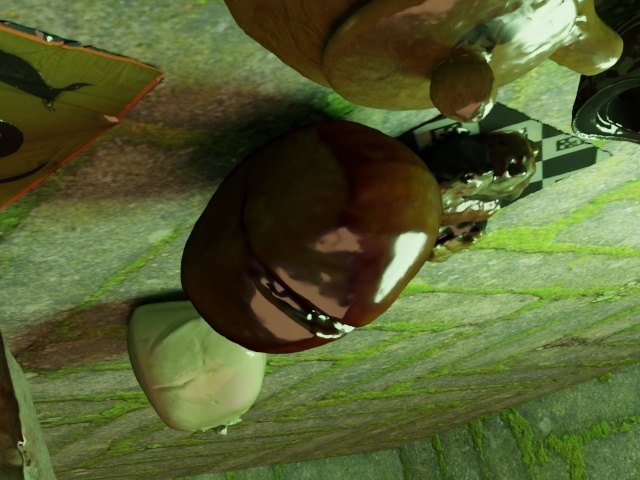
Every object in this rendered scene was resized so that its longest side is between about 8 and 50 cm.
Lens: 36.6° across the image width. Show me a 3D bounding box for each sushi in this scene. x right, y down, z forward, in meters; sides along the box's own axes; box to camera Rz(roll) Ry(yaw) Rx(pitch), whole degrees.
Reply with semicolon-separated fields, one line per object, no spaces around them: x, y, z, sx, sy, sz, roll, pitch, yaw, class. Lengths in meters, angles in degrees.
0.119;-0.027;0.976;0.292;0.059;0.294;-26;158;34;sushi

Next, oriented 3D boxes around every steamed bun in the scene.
-0.144;0.160;1.187;0.170;0.152;0.239;-12;164;-7;steamed bun

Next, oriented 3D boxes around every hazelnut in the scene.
0.001;0.003;0.794;0.212;0.181;0.181;-35;121;25;hazelnut

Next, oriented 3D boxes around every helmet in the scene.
0.277;-0.133;0.712;0.177;0.107;0.153;2;169;17;helmet

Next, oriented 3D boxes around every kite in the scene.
-0.288;-0.067;0.657;0.377;0.013;0.327;-13;162;-3;kite

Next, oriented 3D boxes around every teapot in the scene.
0.041;-0.132;0.448;0.311;0.167;0.203;4;155;-40;teapot

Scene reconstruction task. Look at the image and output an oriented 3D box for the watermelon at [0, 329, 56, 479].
-0.349;0.129;0.862;0.226;0.318;0.148;-51;164;-17;watermelon
